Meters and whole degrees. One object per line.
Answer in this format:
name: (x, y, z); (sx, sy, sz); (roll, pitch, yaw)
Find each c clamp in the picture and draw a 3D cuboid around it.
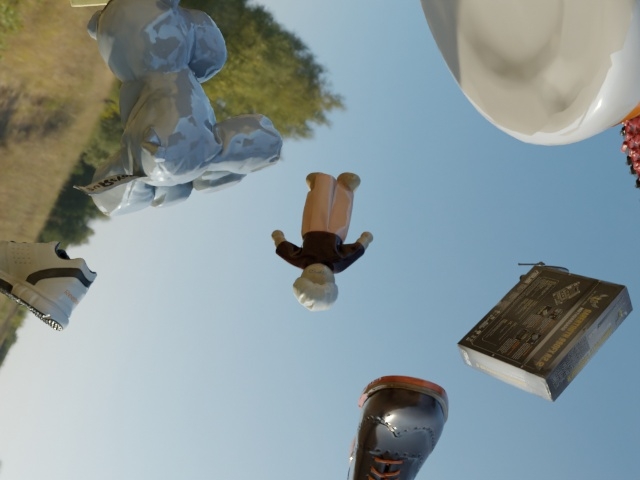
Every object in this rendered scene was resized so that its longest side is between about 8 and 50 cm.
c clamp: (0.557, 0.082, 1.700); (0.160, 0.137, 0.022); (82, 11, -69)

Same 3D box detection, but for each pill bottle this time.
pill bottle: (0.279, -0.234, 0.443); (0.392, 0.224, 0.224); (-24, -162, -11)

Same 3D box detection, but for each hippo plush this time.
hippo plush: (-0.214, -0.173, 0.820); (0.234, 0.236, 0.294); (-20, 177, 29)

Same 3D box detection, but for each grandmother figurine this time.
grandmother figurine: (0.000, 0.000, 1.355); (0.208, 0.104, 0.342); (-6, -134, 12)

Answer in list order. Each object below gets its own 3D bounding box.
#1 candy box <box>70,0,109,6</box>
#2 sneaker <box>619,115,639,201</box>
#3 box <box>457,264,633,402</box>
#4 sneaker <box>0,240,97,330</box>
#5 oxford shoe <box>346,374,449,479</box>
candy box: (-0.193, -0.421, 0.883); (0.087, 0.316, 0.183); (-73, 159, -61)
sneaker: (0.436, -0.091, 0.772); (0.104, 0.125, 0.261); (82, 2, -74)
box: (0.372, 0.144, 1.108); (0.231, 0.056, 0.183); (-40, -150, -23)
sneaker: (-0.181, 0.018, 0.415); (0.109, 0.040, 0.043); (23, -115, 30)
oxford shoe: (0.079, 0.235, 0.719); (0.271, 0.097, 0.098); (95, 7, -51)
